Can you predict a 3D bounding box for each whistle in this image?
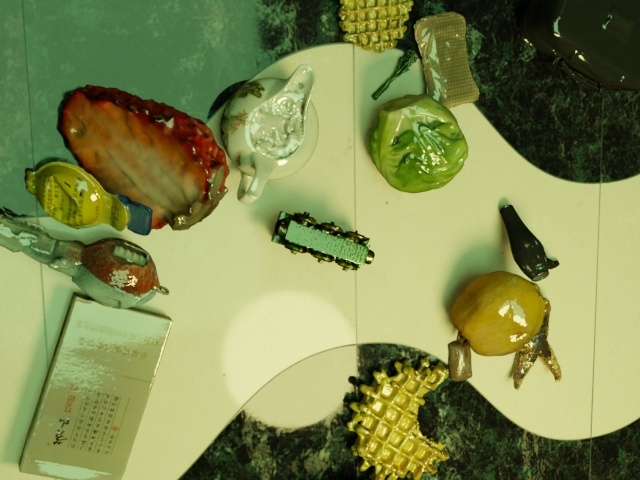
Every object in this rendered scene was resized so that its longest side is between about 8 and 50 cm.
[{"bbox_3d":[-0.446,0.038,1.613,0.346,0.142,0.133,25,130,-20],"label":"whistle"}]

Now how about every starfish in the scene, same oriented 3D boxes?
[{"bbox_3d":[0.512,0.253,2.074,0.238,0.071,0.216,44,87,-12],"label":"starfish"}]

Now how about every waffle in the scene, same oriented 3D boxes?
[{"bbox_3d":[0.115,-0.494,1.809,0.191,0.038,0.191,-3,100,-21],"label":"waffle"},{"bbox_3d":[0.186,0.424,1.965,0.260,0.069,0.293,-9,100,-22],"label":"waffle"}]

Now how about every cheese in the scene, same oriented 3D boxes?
[{"bbox_3d":[-0.434,-0.071,1.599,0.250,0.064,0.156,20,132,2],"label":"cheese"}]

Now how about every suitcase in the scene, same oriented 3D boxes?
[{"bbox_3d":[0.651,-0.523,1.939,0.345,0.188,0.339,23,88,-25],"label":"suitcase"}]

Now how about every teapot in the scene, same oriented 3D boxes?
[{"bbox_3d":[-0.100,-0.213,1.713,0.204,0.139,0.298,19,90,-26],"label":"teapot"}]

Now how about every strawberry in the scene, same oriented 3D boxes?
[{"bbox_3d":[-0.324,-0.175,1.618,0.336,0.265,0.149,41,38,-8],"label":"strawberry"}]

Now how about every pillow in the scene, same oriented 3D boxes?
[{"bbox_3d":[0.279,-0.398,1.893,0.135,0.034,0.211,-17,103,-17],"label":"pillow"}]

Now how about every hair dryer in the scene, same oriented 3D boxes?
[{"bbox_3d":[0.513,0.023,2.023,0.075,0.195,0.219,-34,148,25],"label":"hair dryer"}]

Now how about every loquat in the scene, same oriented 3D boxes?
[{"bbox_3d":[0.402,0.169,1.947,0.234,0.176,0.187,-41,86,24],"label":"loquat"}]

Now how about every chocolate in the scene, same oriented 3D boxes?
[{"bbox_3d":[0.338,0.287,2.024,0.065,0.031,0.100,-7,99,-25],"label":"chocolate"}]

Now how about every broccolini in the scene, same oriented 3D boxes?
[{"bbox_3d":[0.159,-0.363,1.856,0.140,0.030,0.035,-45,103,-5],"label":"broccolini"}]

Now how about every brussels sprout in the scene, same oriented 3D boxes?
[{"bbox_3d":[0.207,-0.206,1.832,0.223,0.161,0.223,0,106,0],"label":"brussels sprout"}]

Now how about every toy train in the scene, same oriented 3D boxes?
[{"bbox_3d":[0.000,0.000,1.789,0.225,0.137,0.090,19,89,-19],"label":"toy train"}]

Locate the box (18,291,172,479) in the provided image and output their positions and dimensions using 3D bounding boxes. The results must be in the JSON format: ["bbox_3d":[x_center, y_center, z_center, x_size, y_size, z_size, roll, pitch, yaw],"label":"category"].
[{"bbox_3d":[-0.447,0.303,1.699,0.205,0.051,0.365,18,91,-23],"label":"box"}]
